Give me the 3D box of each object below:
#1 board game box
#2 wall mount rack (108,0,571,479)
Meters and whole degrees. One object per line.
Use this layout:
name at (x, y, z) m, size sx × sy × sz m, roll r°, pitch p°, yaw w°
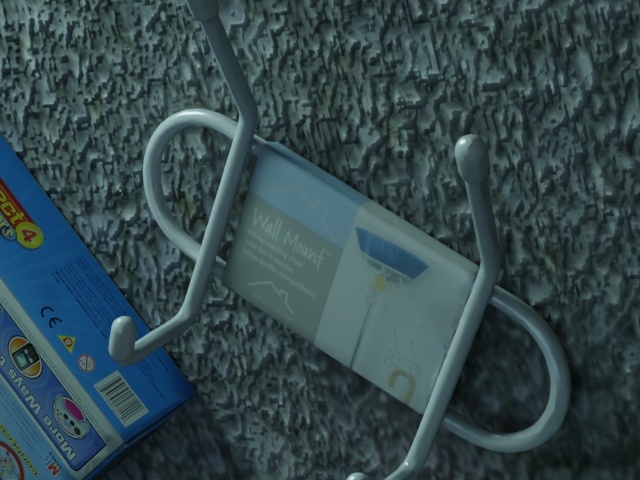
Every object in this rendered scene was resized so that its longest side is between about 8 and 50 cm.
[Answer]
board game box at (-0.284, 0.083, 1.538) m, size 0.308 × 0.086 × 0.302 m, roll 53°, pitch 136°, yaw 5°
wall mount rack at (0.000, 0.000, 1.219) m, size 0.350 × 0.130 × 0.304 m, roll 32°, pitch 125°, yaw 22°
